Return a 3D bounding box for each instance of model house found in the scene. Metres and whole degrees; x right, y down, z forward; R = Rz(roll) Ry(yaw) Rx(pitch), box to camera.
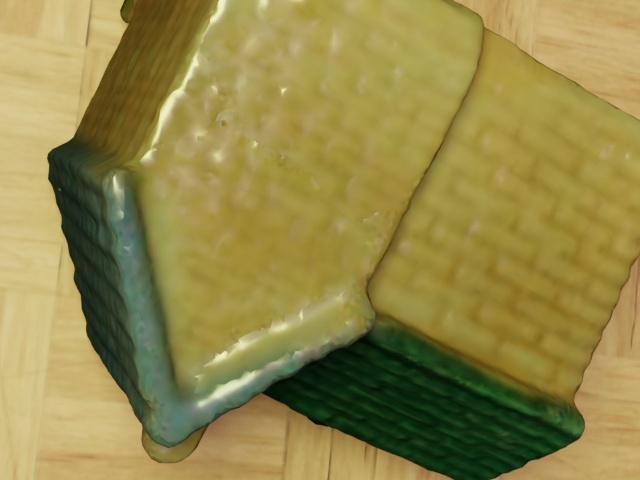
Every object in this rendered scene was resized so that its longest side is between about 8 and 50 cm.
[{"bbox_3d":[0.000,0.000,0.870,0.382,0.334,0.342,24,89,-21],"label":"model house"}]
